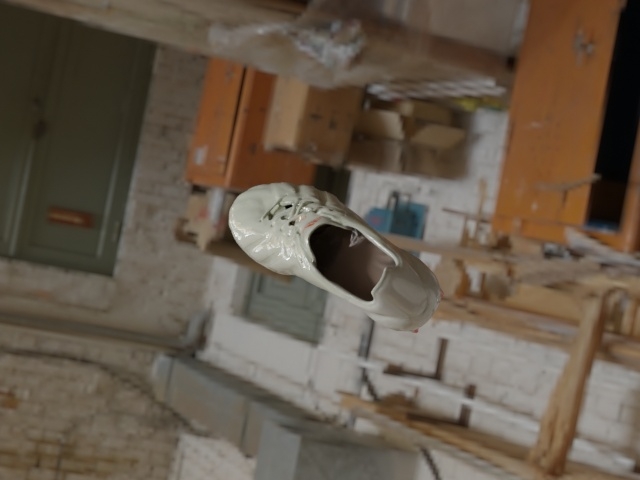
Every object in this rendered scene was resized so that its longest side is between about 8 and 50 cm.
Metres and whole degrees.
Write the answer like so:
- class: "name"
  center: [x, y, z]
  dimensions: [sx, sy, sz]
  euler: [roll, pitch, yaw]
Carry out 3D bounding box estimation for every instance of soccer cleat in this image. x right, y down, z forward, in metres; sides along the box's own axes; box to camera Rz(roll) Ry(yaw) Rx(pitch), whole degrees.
- class: "soccer cleat"
  center: [0.000, 0.000, 0.865]
  dimensions: [0.196, 0.068, 0.076]
  euler: [29, 176, 41]
